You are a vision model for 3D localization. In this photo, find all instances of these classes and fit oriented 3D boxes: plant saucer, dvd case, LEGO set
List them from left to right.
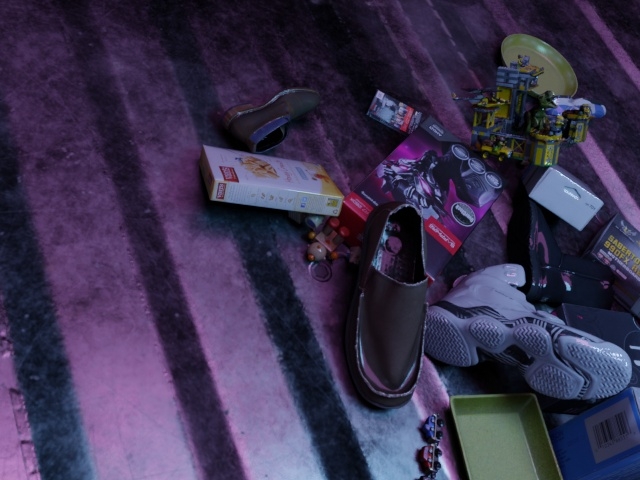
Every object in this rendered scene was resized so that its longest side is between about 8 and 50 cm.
[{"bbox_3d":[0.170,-0.290,1.567,0.119,0.013,0.087,28,51,-7],"label":"dvd case"},{"bbox_3d":[0.312,0.362,1.179,0.188,0.045,0.188,4,57,-23],"label":"plant saucer"},{"bbox_3d":[0.472,-0.306,1.524,0.255,0.192,0.331,21,32,38],"label":"LEGO set"},{"bbox_3d":[0.587,-0.463,1.859,0.241,0.037,0.241,12,55,-17],"label":"plant saucer"}]

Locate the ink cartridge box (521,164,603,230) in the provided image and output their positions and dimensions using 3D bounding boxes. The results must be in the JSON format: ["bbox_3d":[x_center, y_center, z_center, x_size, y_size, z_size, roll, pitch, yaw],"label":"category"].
[{"bbox_3d":[0.532,-0.112,1.520,0.139,0.082,0.191,35,21,0],"label":"ink cartridge box"}]

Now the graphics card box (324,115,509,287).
[{"bbox_3d":[0.206,-0.077,1.392,0.233,0.094,0.371,41,50,6],"label":"graphics card box"}]

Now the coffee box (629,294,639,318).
[{"bbox_3d":[0.728,0.151,1.200,0.118,0.168,0.297,0,36,-33],"label":"coffee box"}]

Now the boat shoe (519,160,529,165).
[{"bbox_3d":[0.525,-0.218,1.659,0.045,0.050,0.135,36,51,8],"label":"boat shoe"}]

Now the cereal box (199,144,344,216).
[{"bbox_3d":[-0.094,-0.111,1.255,0.240,0.047,0.173,7,25,-21],"label":"cereal box"}]

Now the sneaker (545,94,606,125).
[{"bbox_3d":[0.665,-0.329,1.794,0.211,0.080,0.081,-4,82,-26],"label":"sneaker"}]

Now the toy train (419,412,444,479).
[{"bbox_3d":[0.181,0.359,1.134,0.036,0.027,0.158,15,54,-2],"label":"toy train"}]

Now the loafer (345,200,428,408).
[{"bbox_3d":[0.116,0.097,1.157,0.133,0.130,0.366,3,76,-5],"label":"loafer"}]

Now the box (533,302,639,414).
[{"bbox_3d":[0.549,0.236,1.309,0.270,0.143,0.165,8,55,-19],"label":"box"}]

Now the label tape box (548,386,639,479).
[{"bbox_3d":[0.599,0.362,1.188,0.333,0.241,0.106,11,53,-19],"label":"label tape box"}]

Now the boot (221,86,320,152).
[{"bbox_3d":[-0.076,-0.234,1.362,0.219,0.082,0.106,-23,55,-23],"label":"boot"}]

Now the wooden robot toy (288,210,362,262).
[{"bbox_3d":[0.000,0.000,1.263,0.173,0.076,0.079,42,62,6],"label":"wooden robot toy"}]

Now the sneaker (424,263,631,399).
[{"bbox_3d":[0.368,0.145,1.213,0.365,0.137,0.210,10,35,31],"label":"sneaker"}]

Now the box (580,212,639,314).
[{"bbox_3d":[0.715,0.071,1.551,0.231,0.056,0.183,44,52,7],"label":"box"}]

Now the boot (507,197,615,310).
[{"bbox_3d":[0.512,0.042,1.452,0.207,0.094,0.246,14,56,-15],"label":"boot"}]
